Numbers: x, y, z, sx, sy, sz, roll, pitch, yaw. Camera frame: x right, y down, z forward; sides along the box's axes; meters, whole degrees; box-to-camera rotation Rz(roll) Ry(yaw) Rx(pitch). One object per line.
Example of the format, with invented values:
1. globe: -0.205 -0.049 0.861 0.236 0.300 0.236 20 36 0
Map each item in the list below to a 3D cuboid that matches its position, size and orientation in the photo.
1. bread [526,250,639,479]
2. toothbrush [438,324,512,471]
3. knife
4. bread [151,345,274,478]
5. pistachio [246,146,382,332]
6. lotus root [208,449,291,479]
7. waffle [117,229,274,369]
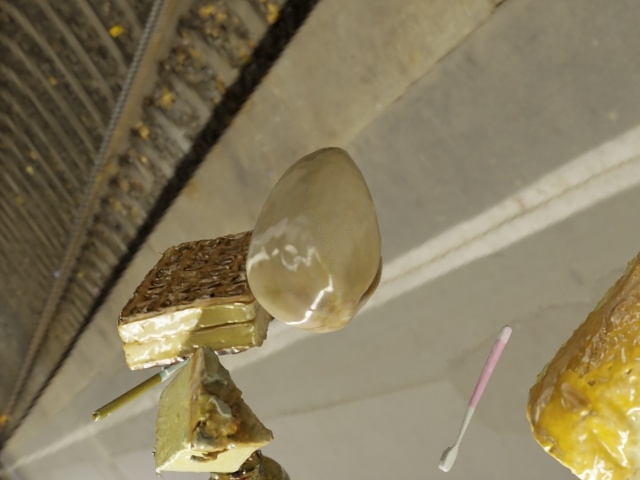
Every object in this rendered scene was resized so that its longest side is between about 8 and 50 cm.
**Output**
1. bread: 0.380 0.077 1.199 0.165 0.375 0.236 37 -167 7
2. toothbrush: 0.274 0.277 2.046 0.020 0.286 0.025 34 164 -22
3. knife: -0.278 0.237 2.116 0.027 0.343 0.061 54 148 7
4. bread: -0.145 0.227 1.495 0.147 0.127 0.152 -43 52 45
5. pistachio: 0.000 0.000 1.306 0.153 0.238 0.138 14 144 3
6. lotus root: -0.103 0.396 1.746 0.154 0.154 0.278 30 144 46
7. waffle: -0.160 0.077 1.690 0.308 0.212 0.091 -70 -34 -68
